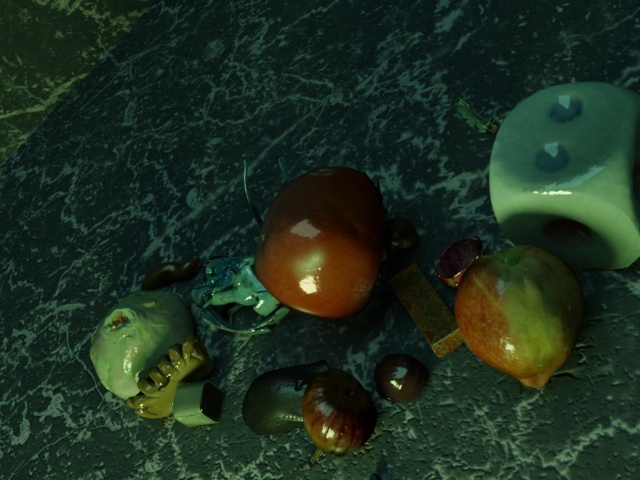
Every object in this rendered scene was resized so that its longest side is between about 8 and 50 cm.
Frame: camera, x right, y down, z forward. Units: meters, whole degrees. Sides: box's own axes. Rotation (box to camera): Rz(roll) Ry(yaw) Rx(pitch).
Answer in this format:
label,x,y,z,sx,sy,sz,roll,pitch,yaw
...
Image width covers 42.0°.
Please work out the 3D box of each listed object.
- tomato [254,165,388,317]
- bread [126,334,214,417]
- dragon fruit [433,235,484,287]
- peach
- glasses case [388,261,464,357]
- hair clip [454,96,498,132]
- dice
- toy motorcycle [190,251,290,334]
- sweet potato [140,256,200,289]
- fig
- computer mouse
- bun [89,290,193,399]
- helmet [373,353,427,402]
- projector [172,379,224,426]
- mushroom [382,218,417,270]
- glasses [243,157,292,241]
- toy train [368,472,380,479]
label,x,y,z,sx,sy,sz,roll,pitch,yaw
tomato,0.000,0.000,1.797,0.272,0.341,0.342,6,51,-7
bread,-0.351,0.323,1.964,0.225,0.134,0.081,-48,51,-4
dragon fruit,0.299,0.050,1.735,0.126,0.068,0.112,-36,30,28
peach,0.366,0.141,1.504,0.232,0.257,0.232,-16,9,3
glasses case,0.221,0.142,1.729,0.075,0.049,0.218,-33,42,2
hair clip,0.368,-0.292,1.973,0.049,0.049,0.173,-39,37,5
dice,0.490,-0.120,1.567,0.264,0.268,0.263,-1,57,39
toy motorcycle,-0.181,0.124,2.002,0.260,0.154,0.206,-6,77,30
sweet potato,-0.414,0.089,2.266,0.202,0.058,0.055,-20,26,25
fig,0.038,0.359,1.646,0.148,0.202,0.149,-28,28,-37
computer mouse,-0.077,0.334,1.787,0.264,0.088,0.147,-15,52,25
bun,-0.468,0.243,2.086,0.293,0.187,0.293,-22,48,26
helmet,0.149,0.268,1.667,0.123,0.070,0.098,-6,54,34
projector,-0.279,0.374,1.906,0.082,0.083,0.083,-15,49,28
mushroom,0.169,0.005,1.868,0.088,0.073,0.130,17,69,0
glasses,-0.097,-0.106,2.088,0.189,0.221,0.088,1,19,40
toy train,0.115,0.474,1.567,0.017,0.017,0.083,-41,41,7
